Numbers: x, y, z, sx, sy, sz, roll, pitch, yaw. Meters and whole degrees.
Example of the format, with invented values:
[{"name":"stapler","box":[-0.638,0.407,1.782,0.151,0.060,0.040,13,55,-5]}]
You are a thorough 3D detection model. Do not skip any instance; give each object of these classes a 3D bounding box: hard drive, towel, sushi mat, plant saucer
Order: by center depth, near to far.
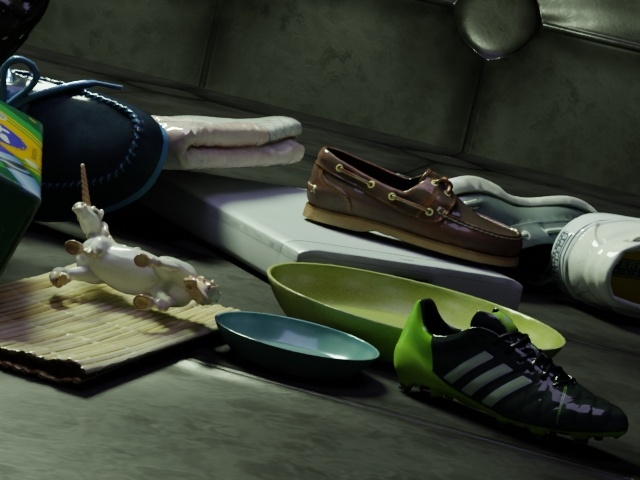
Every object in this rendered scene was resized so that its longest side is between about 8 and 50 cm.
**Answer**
[{"name":"sushi mat","box":[-0.167,0.052,1.351,0.151,0.019,0.316,16,8,14]},{"name":"plant saucer","box":[-0.018,0.076,1.406,0.119,0.021,0.119,12,9,-2]},{"name":"plant saucer","box":[0.071,0.066,1.565,0.241,0.037,0.241,14,8,-2]},{"name":"hard drive","box":[0.000,0.000,1.879,0.233,0.047,0.353,8,9,-29]},{"name":"towel","box":[-0.218,-0.101,1.968,0.332,0.053,0.317,2,4,21]}]

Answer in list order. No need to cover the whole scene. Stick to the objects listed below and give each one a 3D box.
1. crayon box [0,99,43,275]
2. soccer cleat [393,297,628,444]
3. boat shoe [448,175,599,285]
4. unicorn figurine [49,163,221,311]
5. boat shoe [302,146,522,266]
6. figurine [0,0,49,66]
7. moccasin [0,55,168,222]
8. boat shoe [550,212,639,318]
[{"name":"crayon box","box":[-0.345,-0.098,1.341,0.323,0.083,0.203,28,12,-15]},{"name":"soccer cleat","box":[0.131,0.089,1.370,0.179,0.072,0.060,17,9,28]},{"name":"boat shoe","box":[0.208,0.014,2.067,0.319,0.116,0.099,14,48,-51]},{"name":"unicorn figurine","box":[-0.142,0.014,1.413,0.162,0.060,0.111,33,12,13]},{"name":"boat shoe","box":[0.088,-0.031,1.818,0.207,0.073,0.073,16,7,5]},{"name":"figurine","box":[-0.351,-0.154,1.643,0.215,0.209,0.092,28,2,12]},{"name":"moccasin","box":[-0.298,-0.091,1.740,0.342,0.138,0.117,4,-23,29]},{"name":"boat shoe","box":[0.426,0.036,2.006,0.367,0.136,0.156,7,10,-22]}]
